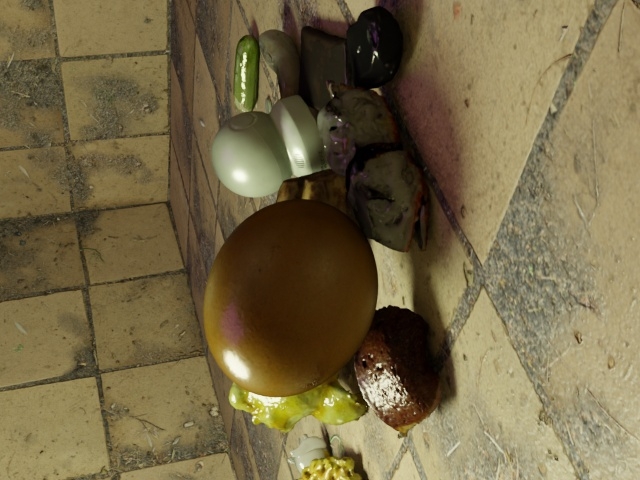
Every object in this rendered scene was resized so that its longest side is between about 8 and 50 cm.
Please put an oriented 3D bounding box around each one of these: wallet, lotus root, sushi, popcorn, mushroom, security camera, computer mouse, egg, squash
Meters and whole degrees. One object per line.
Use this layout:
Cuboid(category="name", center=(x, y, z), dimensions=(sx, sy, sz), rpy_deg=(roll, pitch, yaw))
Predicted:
Cuboid(category="wallet", center=(0.014, -0.341, 1.718), dimensions=(0.309, 0.042, 0.165), rpy_deg=(-135, 41, -64))
Cuboid(category="lotus root", center=(-0.008, 0.001, 1.715), dimensions=(0.193, 0.193, 0.290), rpy_deg=(179, 84, -73))
Cuboid(category="sushi", center=(0.087, -0.125, 1.420), dimensions=(0.124, 0.130, 0.332), rpy_deg=(108, 148, -55))
Cuboid(category="popcorn", center=(-0.064, 0.259, 1.848), dimensions=(0.325, 0.290, 0.321), rpy_deg=(63, -165, -83))
Cuboid(category="mushroom", center=(-0.080, -0.387, 1.950), dimensions=(0.092, 0.081, 0.223), rpy_deg=(-37, 61, 31))
Cuboid(category="security camera", center=(-0.118, -0.191, 1.832), dimensions=(0.194, 0.236, 0.194), rpy_deg=(156, 90, -84))
Cuboid(category="computer mouse", center=(0.095, -0.323, 1.406), dimensions=(0.217, 0.074, 0.122), rpy_deg=(-172, 75, -80))
Cuboid(category="egg", center=(-0.049, 0.093, 1.406), dimensions=(0.282, 0.283, 0.351), rpy_deg=(105, -175, -52))
Cuboid(category="squash", center=(-0.207, -0.458, 2.348), dimensions=(0.069, 0.069, 0.238), rpy_deg=(-117, 26, -47))

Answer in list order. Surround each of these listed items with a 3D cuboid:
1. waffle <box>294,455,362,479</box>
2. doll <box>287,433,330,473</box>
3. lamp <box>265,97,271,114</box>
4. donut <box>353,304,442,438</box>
Cuboid(category="waffle", center=(0.028, 0.627, 1.933), dimensions=(0.291, 0.051, 0.291), rpy_deg=(-7, 81, 51))
Cuboid(category="doll", center=(0.021, 0.651, 2.068), dimensions=(0.188, 0.099, 0.384), rpy_deg=(108, 144, -53))
Cuboid(category="lamp", center=(-0.139, -0.294, 2.237), dimensions=(0.050, 0.056, 0.198), rpy_deg=(105, 155, -59))
Cuboid(category="donut", center=(0.133, 0.219, 1.433), dimensions=(0.126, 0.144, 0.186), rpy_deg=(-37, 32, 52))
